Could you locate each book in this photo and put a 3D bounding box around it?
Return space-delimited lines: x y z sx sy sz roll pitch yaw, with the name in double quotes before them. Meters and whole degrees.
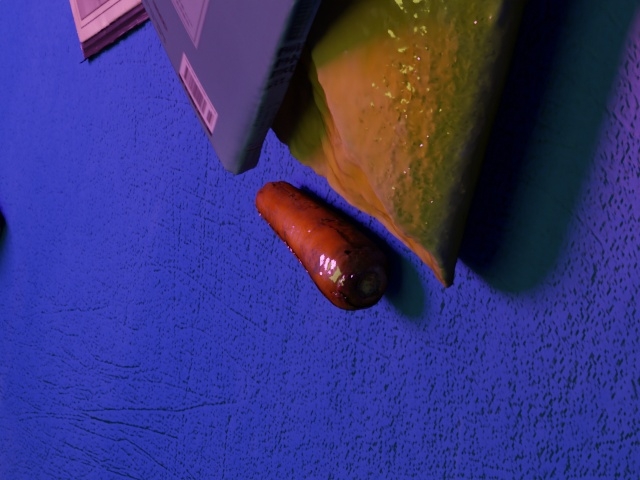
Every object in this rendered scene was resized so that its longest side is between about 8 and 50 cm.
"book" -0.087 -0.213 1.172 0.264 0.031 0.379 63 165 9

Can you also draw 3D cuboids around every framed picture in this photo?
"framed picture" -0.209 -0.281 1.609 0.199 0.010 0.195 -18 85 60

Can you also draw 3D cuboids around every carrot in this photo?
"carrot" 0.000 0.000 1.320 0.161 0.055 0.055 -133 41 -52

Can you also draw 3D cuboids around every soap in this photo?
"soap" 0.028 -0.195 1.127 0.306 0.115 0.427 46 139 47
